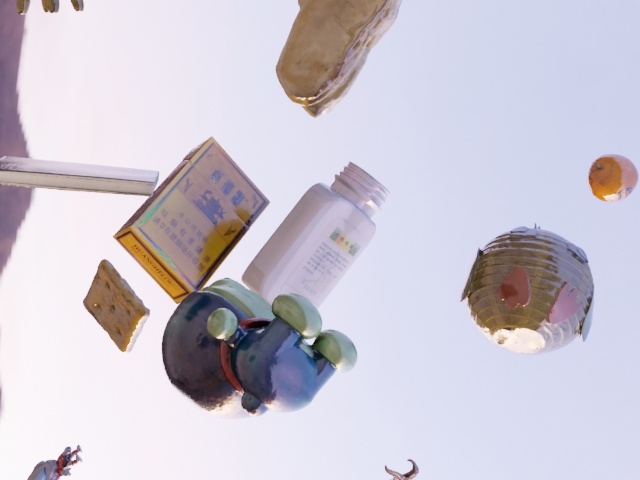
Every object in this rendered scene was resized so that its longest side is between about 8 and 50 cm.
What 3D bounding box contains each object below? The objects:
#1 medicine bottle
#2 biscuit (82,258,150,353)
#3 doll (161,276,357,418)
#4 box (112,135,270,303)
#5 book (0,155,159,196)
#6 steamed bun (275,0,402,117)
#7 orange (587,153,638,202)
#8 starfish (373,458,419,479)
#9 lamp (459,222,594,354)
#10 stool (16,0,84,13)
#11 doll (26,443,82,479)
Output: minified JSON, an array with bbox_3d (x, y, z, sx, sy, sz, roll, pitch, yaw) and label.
[{"bbox_3d":[0.000,0.000,2.010,0.324,0.179,0.124,-51,-135,0],"label":"medicine bottle"},{"bbox_3d":[-0.221,0.072,1.088,0.083,0.018,0.081,48,-47,14],"label":"biscuit"},{"bbox_3d":[-0.108,0.156,1.400,0.186,0.198,0.322,-53,-158,-19],"label":"doll"},{"bbox_3d":[-0.256,-0.044,2.052,0.084,0.193,0.301,-21,-155,47],"label":"box"},{"bbox_3d":[-0.347,-0.093,1.431,0.160,0.228,0.024,-117,-148,-77],"label":"book"},{"bbox_3d":[0.041,-0.482,2.212,0.247,0.189,0.427,32,-85,19],"label":"steamed bun"},{"bbox_3d":[0.476,-0.103,1.649,0.083,0.084,0.083,-174,-90,-66],"label":"orange"},{"bbox_3d":[0.127,0.387,1.654,0.078,0.091,0.028,-27,-126,11],"label":"starfish"},{"bbox_3d":[0.402,0.078,1.908,0.250,0.250,0.284,-49,-165,52],"label":"lamp"},{"bbox_3d":[-0.553,-0.519,2.057,0.134,0.135,0.110,-146,-128,-65],"label":"stool"},{"bbox_3d":[-0.399,0.342,1.484,0.114,0.039,0.057,-33,-122,5],"label":"doll"}]
